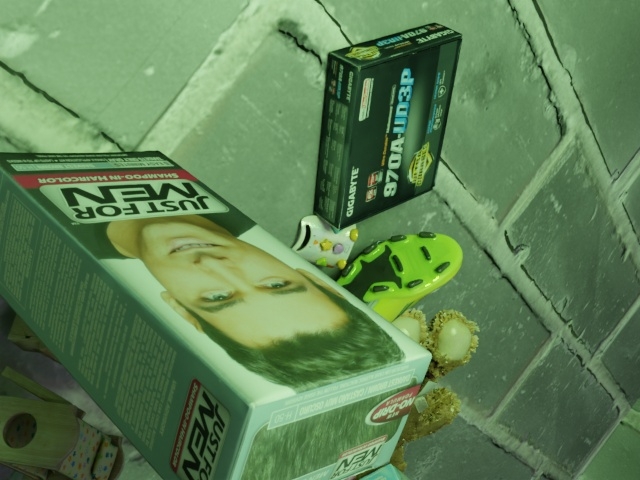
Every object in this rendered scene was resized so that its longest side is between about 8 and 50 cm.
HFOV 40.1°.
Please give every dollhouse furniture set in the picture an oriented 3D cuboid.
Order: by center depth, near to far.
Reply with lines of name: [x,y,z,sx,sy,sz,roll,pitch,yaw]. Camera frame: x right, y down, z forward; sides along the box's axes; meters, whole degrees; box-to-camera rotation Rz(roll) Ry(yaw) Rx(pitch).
dollhouse furniture set: [-0.233,0.164,0.873,0.182,0.101,0.161,66,31,-60]

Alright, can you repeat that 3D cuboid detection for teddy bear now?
teddy bear: [0.103,0.224,1.314,0.245,0.113,0.338,-12,132,-21]

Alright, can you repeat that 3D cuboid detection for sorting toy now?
sorting toy: [0.000,0.000,1.104,0.075,0.045,0.083,10,112,-31]

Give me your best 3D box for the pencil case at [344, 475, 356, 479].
pencil case: [-0.037,0.314,1.148,0.160,0.167,0.386,-72,-172,-52]

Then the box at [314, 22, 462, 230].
box: [0.081,-0.139,1.061,0.175,0.051,0.220,-23,135,-36]

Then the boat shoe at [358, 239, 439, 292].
boat shoe: [0.123,0.035,1.241,0.183,0.065,0.083,-21,132,-37]

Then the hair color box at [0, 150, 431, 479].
hair color box: [-0.115,0.051,0.719,0.185,0.374,0.114,-7,124,-46]

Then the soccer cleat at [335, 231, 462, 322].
soccer cleat: [0.060,0.087,1.158,0.289,0.093,0.121,-33,147,-1]

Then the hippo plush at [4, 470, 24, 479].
hippo plush: [-0.390,0.299,0.792,0.234,0.294,0.236,-28,167,-4]

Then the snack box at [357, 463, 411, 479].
snack box: [0.011,0.469,1.374,0.321,0.060,0.187,-30,144,7]
